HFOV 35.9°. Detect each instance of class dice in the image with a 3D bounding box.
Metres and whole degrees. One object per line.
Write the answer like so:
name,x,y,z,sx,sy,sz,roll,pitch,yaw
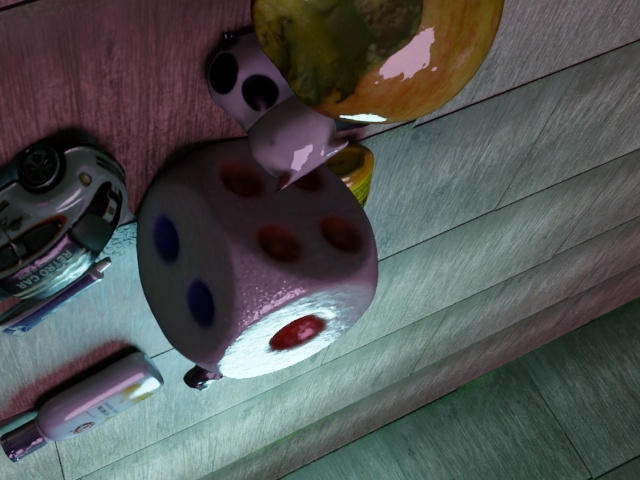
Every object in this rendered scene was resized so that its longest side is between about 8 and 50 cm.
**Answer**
dice,-0.086,0.023,1.345,0.259,0.251,0.243,-11,149,-41

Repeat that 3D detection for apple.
apple,0.060,-0.247,0.968,0.246,0.246,0.226,-9,141,-44

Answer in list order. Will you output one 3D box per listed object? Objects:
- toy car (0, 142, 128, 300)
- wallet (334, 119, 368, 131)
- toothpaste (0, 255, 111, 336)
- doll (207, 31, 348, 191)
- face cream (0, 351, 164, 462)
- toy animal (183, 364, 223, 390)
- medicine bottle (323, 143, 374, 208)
toy car,-0.353,0.009,1.136,0.305,0.125,0.136,-33,159,2
wallet,0.042,-0.195,1.316,0.245,0.052,0.168,-8,152,-49
toothpaste,-0.370,0.079,1.383,0.197,0.035,0.057,-33,152,14
doll,-0.052,-0.150,1.125,0.110,0.181,0.107,-35,171,7
face cream,-0.420,0.294,1.733,0.291,0.071,0.144,-28,158,-7
toy animal,-0.121,0.098,1.559,0.343,0.168,0.106,-31,166,-43
medicine bottle,0.026,-0.050,1.567,0.111,0.076,0.309,-25,159,-12
